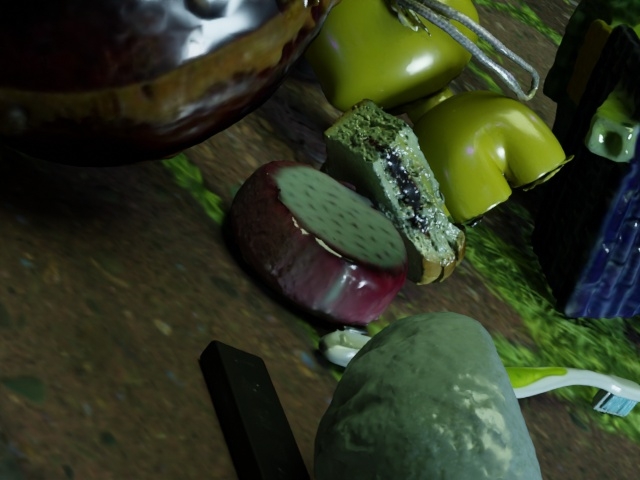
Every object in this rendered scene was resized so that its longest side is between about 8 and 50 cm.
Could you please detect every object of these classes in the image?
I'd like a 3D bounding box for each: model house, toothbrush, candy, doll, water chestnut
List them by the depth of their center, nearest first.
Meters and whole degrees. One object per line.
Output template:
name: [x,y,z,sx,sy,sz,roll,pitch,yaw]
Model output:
water chestnut: [-0.112,-0.162,0.794,0.300,0.300,0.300,31,25,-16]
candy: [0.000,0.000,0.867,0.103,0.043,0.103,31,25,-16]
toothbrush: [0.098,0.072,0.895,0.263,0.026,0.022,15,27,-42]
doll: [0.050,-0.114,0.988,0.221,0.143,0.135,61,-10,-3]
model house: [0.203,-0.057,1.086,0.170,0.194,0.211,30,33,18]

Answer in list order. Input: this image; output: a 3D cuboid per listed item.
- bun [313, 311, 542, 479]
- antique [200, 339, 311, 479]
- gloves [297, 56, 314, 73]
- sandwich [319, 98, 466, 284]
bun: [0.039,0.100,0.663,0.083,0.141,0.141,-11,39,-7]
antique: [-0.014,0.113,0.681,0.031,0.015,0.192,21,29,-34]
gloves: [0.004,-0.186,1.106,0.285,0.142,0.119,10,8,-45]
sandwich: [0.043,-0.025,0.923,0.105,0.035,0.093,49,-19,14]
